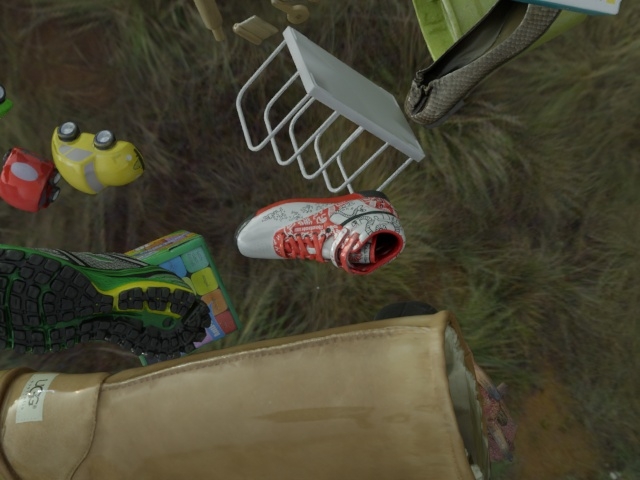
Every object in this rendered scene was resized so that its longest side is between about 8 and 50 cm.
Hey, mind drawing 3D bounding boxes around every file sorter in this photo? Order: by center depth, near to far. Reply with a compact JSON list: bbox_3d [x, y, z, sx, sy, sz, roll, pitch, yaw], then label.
[{"bbox_3d":[0.013,-0.212,1.527,0.278,0.193,0.173,25,122,-37],"label":"file sorter"}]

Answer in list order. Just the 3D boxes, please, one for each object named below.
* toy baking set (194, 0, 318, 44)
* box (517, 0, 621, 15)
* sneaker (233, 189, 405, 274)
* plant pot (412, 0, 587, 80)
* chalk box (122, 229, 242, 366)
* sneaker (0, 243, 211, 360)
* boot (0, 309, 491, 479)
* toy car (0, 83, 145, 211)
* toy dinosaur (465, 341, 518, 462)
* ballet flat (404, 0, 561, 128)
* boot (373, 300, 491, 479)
[{"bbox_3d":[-0.101,-0.389,1.270,0.197,0.256,0.030,-18,66,7],"label":"toy baking set"},{"bbox_3d":[0.188,-0.299,0.852,0.244,0.060,0.100,9,102,-6],"label":"box"},{"bbox_3d":[0.001,-0.001,1.342,0.270,0.145,0.090,-12,123,-7],"label":"sneaker"},{"bbox_3d":[0.319,-0.422,1.482,0.254,0.276,0.276,-21,87,1],"label":"plant pot"},{"bbox_3d":[-0.258,0.099,1.446,0.179,0.289,0.180,-24,101,-15],"label":"chalk box"},{"bbox_3d":[-0.328,0.075,1.125,0.343,0.146,0.134,16,102,-29],"label":"sneaker"},{"bbox_3d":[-0.036,0.142,0.485,0.269,0.236,0.089,-8,49,16],"label":"boot"},{"bbox_3d":[-0.326,-0.108,0.871,0.225,0.239,0.053,44,54,-33],"label":"toy car"},{"bbox_3d":[0.132,0.166,0.812,0.200,0.296,0.127,11,79,45],"label":"toy dinosaur"},{"bbox_3d":[0.191,-0.235,0.988,0.250,0.084,0.058,-43,123,16],"label":"ballet flat"},{"bbox_3d":[0.143,0.307,1.182,0.138,0.284,0.377,-7,43,-3],"label":"boot"}]
